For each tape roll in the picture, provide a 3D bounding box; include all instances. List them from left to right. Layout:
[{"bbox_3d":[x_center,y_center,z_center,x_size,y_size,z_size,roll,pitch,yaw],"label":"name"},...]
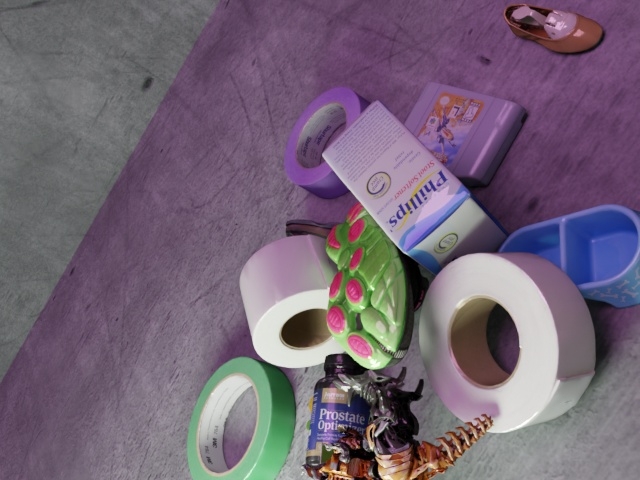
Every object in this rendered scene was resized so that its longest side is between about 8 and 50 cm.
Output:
[{"bbox_3d":[-0.191,0.437,1.666,0.321,0.077,0.322,-28,50,38],"label":"tape roll"},{"bbox_3d":[-0.041,0.132,1.526,0.246,0.246,0.169,-46,39,22],"label":"tape roll"},{"bbox_3d":[0.030,-0.248,1.803,0.274,0.090,0.275,-29,48,37],"label":"tape roll"},{"bbox_3d":[0.293,0.160,1.144,0.286,0.100,0.287,0,90,53],"label":"tape roll"}]

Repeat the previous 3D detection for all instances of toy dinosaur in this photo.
[{"bbox_3d":[0.116,0.337,1.155,0.321,0.164,0.219,-9,57,2],"label":"toy dinosaur"}]

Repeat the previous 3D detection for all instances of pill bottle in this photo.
[{"bbox_3d":[0.042,0.341,1.398,0.122,0.122,0.219,-18,56,44],"label":"pill bottle"}]

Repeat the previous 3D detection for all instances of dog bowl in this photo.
[{"bbox_3d":[0.417,0.034,1.170,0.297,0.074,0.166,-19,55,45],"label":"dog bowl"}]

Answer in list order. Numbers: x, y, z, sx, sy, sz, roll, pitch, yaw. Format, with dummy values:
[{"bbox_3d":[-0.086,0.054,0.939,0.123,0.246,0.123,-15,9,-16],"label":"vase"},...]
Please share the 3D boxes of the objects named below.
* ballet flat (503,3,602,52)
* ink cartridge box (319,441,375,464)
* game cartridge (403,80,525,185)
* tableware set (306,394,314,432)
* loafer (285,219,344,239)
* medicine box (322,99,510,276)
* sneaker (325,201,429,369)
[{"bbox_3d":[0.450,-0.427,1.411,0.080,0.073,0.232,-60,37,5],"label":"ballet flat"},{"bbox_3d":[0.027,0.512,1.259,0.097,0.188,0.255,-24,49,43],"label":"ink cartridge box"},{"bbox_3d":[0.280,-0.226,1.516,0.198,0.062,0.297,-58,36,1],"label":"game cartridge"},{"bbox_3d":[0.016,0.343,1.517,0.104,0.024,0.154,-6,65,53],"label":"tableware set"},{"bbox_3d":[0.000,0.000,1.689,0.267,0.096,0.084,4,78,50],"label":"loafer"},{"bbox_3d":[0.185,-0.073,1.302,0.149,0.263,0.289,-45,53,10],"label":"medicine box"},{"bbox_3d":[0.127,0.076,1.319,0.185,0.202,0.483,-50,15,21],"label":"sneaker"}]
